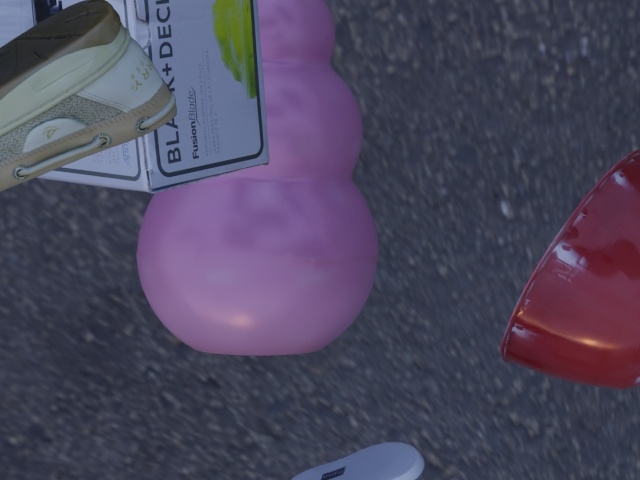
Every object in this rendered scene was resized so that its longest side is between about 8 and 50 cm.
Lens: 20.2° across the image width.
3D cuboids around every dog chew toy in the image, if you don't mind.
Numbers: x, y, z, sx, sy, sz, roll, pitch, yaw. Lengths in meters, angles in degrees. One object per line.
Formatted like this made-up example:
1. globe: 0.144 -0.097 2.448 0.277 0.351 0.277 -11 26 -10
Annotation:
1. dog chew toy: -0.054 -0.072 1.533 0.207 0.206 0.331 0 93 11

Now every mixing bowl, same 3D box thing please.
1. mixing bowl: 0.219 0.037 1.276 0.098 0.181 0.181 35 84 18

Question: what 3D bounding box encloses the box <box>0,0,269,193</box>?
1. box: -0.160 -0.125 1.038 0.290 0.087 0.169 7 106 46

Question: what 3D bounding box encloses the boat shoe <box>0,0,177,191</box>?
1. boat shoe: -0.123 -0.025 0.617 0.153 0.048 0.056 -31 28 9

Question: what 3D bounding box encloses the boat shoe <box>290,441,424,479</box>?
1. boat shoe: 0.032 0.198 1.445 0.142 0.040 0.049 -20 31 39
